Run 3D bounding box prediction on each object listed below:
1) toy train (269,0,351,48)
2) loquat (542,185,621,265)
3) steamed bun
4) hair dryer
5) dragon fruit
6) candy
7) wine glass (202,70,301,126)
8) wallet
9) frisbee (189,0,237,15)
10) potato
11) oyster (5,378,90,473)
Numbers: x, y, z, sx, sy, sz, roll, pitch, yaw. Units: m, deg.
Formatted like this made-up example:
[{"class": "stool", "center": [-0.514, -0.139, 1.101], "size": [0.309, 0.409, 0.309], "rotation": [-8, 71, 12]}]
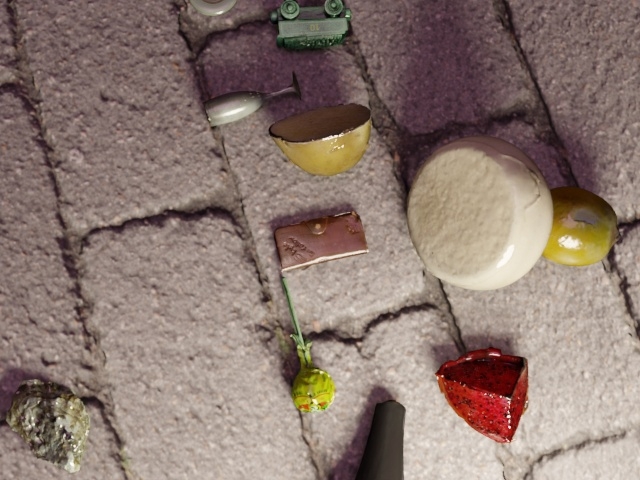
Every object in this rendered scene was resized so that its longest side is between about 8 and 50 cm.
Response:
[{"class": "toy train", "center": [-0.018, -0.450, 1.373], "size": [0.172, 0.070, 0.099], "rotation": [-5, 85, -4]}, {"class": "loquat", "center": [0.473, -0.029, 1.261], "size": [0.195, 0.152, 0.152], "rotation": [14, 77, 9]}, {"class": "steamed bun", "center": [0.301, -0.048, 1.208], "size": [0.177, 0.283, 0.283], "rotation": [1, 74, -40]}, {"class": "hair dryer", "center": [0.214, 0.475, 1.178], "size": [0.359, 0.120, 0.303], "rotation": [19, 63, -8]}, {"class": "dragon fruit", "center": [0.302, 0.279, 1.222], "size": [0.161, 0.120, 0.127], "rotation": [14, 119, 26]}, {"class": "candy", "center": [-0.037, 0.192, 1.236], "size": [0.077, 0.073, 0.262], "rotation": [-8, 70, -23]}, {"class": "wine glass", "center": [-0.139, -0.285, 1.332], "size": [0.198, 0.066, 0.066], "rotation": [-18, 79, -6]}, {"class": "wallet", "center": [0.000, 0.000, 1.292], "size": [0.176, 0.026, 0.095], "rotation": [-12, 76, -5]}, {"class": "frisbee", "center": [-0.230, -0.533, 1.408], "size": [0.110, 0.014, 0.110], "rotation": [1, 77, -2]}, {"class": "potato", "center": [0.009, -0.185, 1.290], "size": [0.202, 0.182, 0.117], "rotation": [-13, 121, 2]}, {"class": "oyster", "center": [-0.484, 0.328, 1.182], "size": [0.177, 0.064, 0.125], "rotation": [29, 82, 6]}]
